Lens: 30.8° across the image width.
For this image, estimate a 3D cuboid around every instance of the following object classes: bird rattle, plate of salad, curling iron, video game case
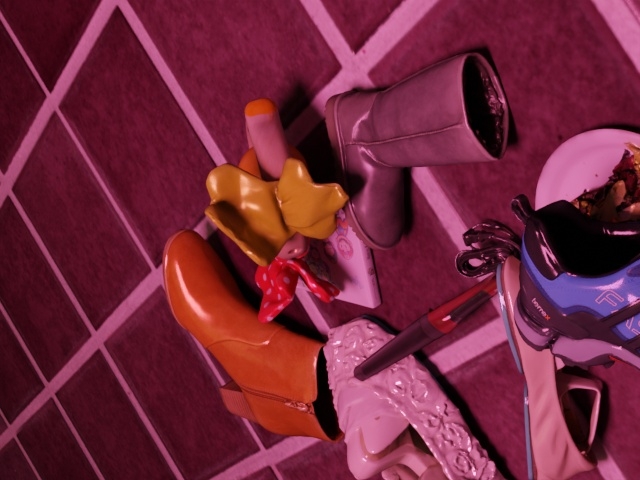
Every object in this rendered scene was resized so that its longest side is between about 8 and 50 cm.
[{"bbox_3d":[-0.035,-0.040,1.270,0.253,0.143,0.207,65,-169,-68],"label":"bird rattle"},{"bbox_3d":[0.262,0.000,1.011,0.200,0.048,0.200,30,133,38],"label":"plate of salad"},{"bbox_3d":[0.117,0.072,1.208,0.068,0.035,0.274,47,131,7],"label":"curling iron"},{"bbox_3d":[0.000,0.000,1.363,0.157,0.019,0.143,12,122,47],"label":"video game case"}]

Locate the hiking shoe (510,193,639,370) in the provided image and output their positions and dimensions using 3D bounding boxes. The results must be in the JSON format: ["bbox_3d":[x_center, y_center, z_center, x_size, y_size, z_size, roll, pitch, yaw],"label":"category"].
[{"bbox_3d":[0.288,0.052,0.904,0.304,0.113,0.132,11,134,27],"label":"hiking shoe"}]

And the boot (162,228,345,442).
[{"bbox_3d":[-0.073,0.118,1.478,0.211,0.104,0.295,0,118,46],"label":"boot"}]

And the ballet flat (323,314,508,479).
[{"bbox_3d":[0.115,0.257,1.293,0.409,0.147,0.147,50,143,18],"label":"ballet flat"}]

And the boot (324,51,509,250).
[{"bbox_3d":[0.103,-0.081,1.149,0.208,0.076,0.190,-4,112,45],"label":"boot"}]

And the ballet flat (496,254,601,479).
[{"bbox_3d":[0.227,0.125,1.123,0.086,0.086,0.248,14,125,47],"label":"ballet flat"}]
